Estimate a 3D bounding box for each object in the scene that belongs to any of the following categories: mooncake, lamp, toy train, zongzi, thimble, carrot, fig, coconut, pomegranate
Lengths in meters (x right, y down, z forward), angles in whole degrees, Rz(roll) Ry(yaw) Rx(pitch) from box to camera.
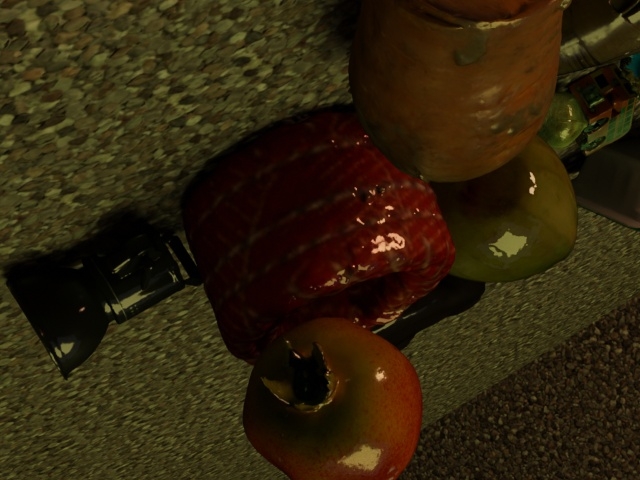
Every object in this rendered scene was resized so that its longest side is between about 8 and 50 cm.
[{"bbox_3d":[0.057,0.089,2.058,0.381,0.212,0.350,-31,174,1],"label":"mooncake"},{"bbox_3d":[-0.265,0.055,1.672,0.227,0.147,0.172,-31,163,-12],"label":"lamp"},{"bbox_3d":[0.429,-0.200,2.029,0.099,0.072,0.188,-33,162,0],"label":"toy train"},{"bbox_3d":[0.338,-0.258,1.622,0.260,0.123,0.289,-26,163,20],"label":"zongzi"},{"bbox_3d":[0.000,0.000,1.720,0.350,0.230,0.350,-22,163,-7],"label":"thimble"},{"bbox_3d":[0.144,-0.206,1.366,0.224,0.224,0.341,-22,156,-14],"label":"carrot"},{"bbox_3d":[0.258,-0.042,1.892,0.271,0.239,0.239,33,127,-26],"label":"fig"},{"bbox_3d":[0.348,-0.178,1.937,0.096,0.088,0.088,6,159,-1],"label":"coconut"},{"bbox_3d":[0.013,0.196,1.580,0.221,0.221,0.257,-28,153,4],"label":"pomegranate"}]

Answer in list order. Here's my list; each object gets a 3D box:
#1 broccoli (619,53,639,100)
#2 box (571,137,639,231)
[{"bbox_3d":[0.503,-0.246,1.859,0.154,0.160,0.167,-10,138,-41],"label":"broccoli"},{"bbox_3d":[0.594,-0.112,2.332,0.336,0.264,0.106,-10,117,-43],"label":"box"}]
